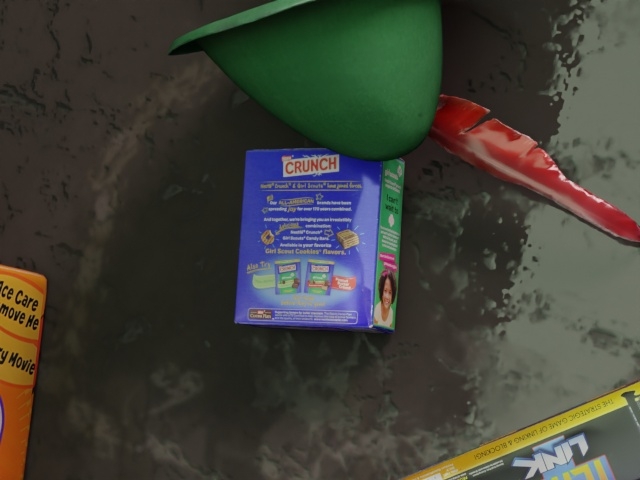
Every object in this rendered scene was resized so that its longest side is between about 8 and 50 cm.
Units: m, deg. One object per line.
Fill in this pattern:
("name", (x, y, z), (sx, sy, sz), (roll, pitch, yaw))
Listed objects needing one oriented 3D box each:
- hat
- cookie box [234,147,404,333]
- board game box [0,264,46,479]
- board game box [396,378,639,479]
("hat", (0.032, -0.052, 0.790), (0.208, 0.173, 0.183), (-10, 98, 47))
("cookie box", (0.000, 0.000, 0.838), (0.092, 0.040, 0.107), (1, 83, 23))
("board game box", (-0.428, 0.162, 0.820), (0.356, 0.356, 0.356), (4, 83, 23))
("board game box", (0.135, 0.115, 0.709), (0.170, 0.141, 0.048), (-26, 71, 17))
